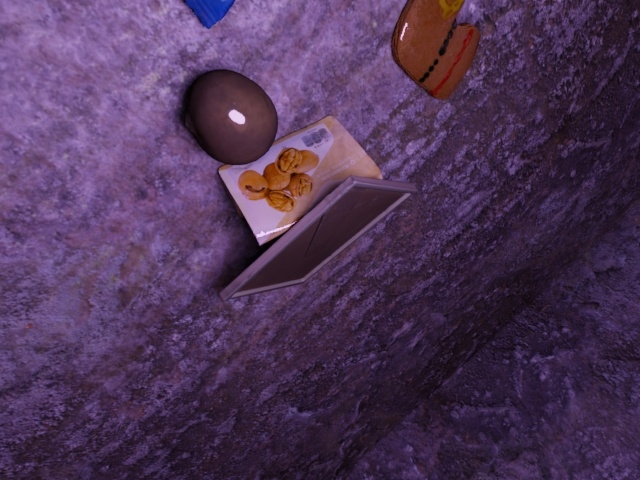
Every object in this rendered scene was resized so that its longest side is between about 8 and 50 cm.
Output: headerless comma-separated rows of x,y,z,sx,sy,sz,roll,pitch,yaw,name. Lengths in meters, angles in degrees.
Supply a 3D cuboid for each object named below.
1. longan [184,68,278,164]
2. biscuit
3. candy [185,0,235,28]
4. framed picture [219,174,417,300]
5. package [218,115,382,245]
-0.171,-0.235,0.822,0.189,0.189,0.189,-18,130,-22,longan
0.306,-0.502,1.020,0.277,0.052,0.262,24,107,-42,biscuit
-0.126,-0.532,0.694,0.331,0.077,0.187,-44,142,3,candy
0.000,0.000,1.019,0.446,0.028,0.326,-40,162,28,framed picture
-0.044,-0.117,0.996,0.311,0.221,0.165,-30,155,-11,package
